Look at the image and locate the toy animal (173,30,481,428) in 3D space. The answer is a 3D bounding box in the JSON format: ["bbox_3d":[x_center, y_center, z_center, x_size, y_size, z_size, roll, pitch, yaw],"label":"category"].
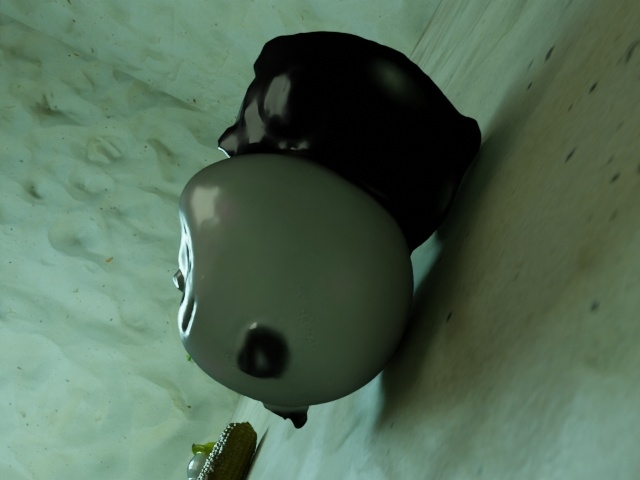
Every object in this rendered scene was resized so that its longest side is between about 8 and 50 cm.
[{"bbox_3d":[-0.006,-0.005,0.432,0.187,0.165,0.235,70,-138,-62],"label":"toy animal"}]

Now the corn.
[{"bbox_3d":[-0.156,0.372,0.968,0.068,0.068,0.207,119,175,-53],"label":"corn"}]

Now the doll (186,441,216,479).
[{"bbox_3d":[-0.213,0.446,1.099,0.135,0.099,0.241,82,-154,-49],"label":"doll"}]
